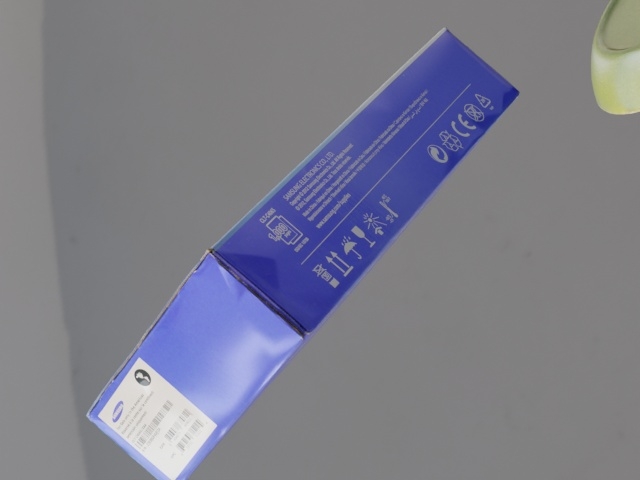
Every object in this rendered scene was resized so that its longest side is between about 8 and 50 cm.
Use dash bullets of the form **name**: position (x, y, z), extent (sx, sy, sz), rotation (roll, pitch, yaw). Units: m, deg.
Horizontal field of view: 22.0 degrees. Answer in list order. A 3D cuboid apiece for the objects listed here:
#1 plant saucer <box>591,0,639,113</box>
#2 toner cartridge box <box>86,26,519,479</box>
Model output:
- **plant saucer**: position (0.288, -0.196, 1.241), extent (0.037, 0.241, 0.241), rotation (43, -126, -15)
- **toner cartridge box**: position (0.000, 0.000, 1.052), extent (0.075, 0.165, 0.348), rotation (42, -143, 2)
